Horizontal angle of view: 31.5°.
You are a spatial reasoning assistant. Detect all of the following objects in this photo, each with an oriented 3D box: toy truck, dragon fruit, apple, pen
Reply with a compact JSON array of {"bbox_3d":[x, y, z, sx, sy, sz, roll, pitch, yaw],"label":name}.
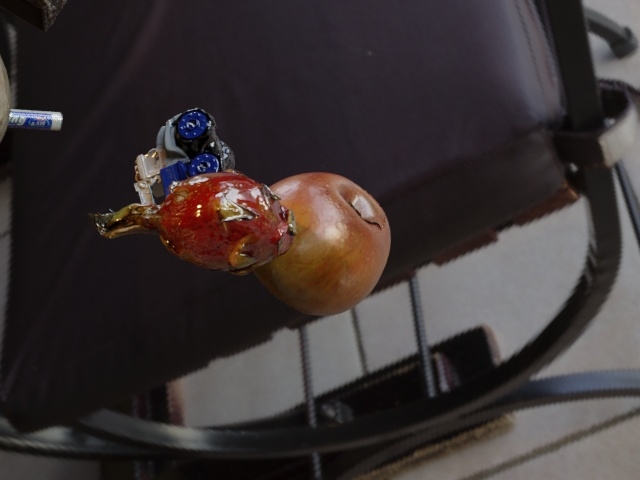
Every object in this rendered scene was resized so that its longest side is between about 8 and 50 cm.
[{"bbox_3d":[-0.240,-0.112,2.009,0.177,0.161,0.213,-20,61,5],"label":"toy truck"},{"bbox_3d":[-0.153,-0.021,1.341,0.246,0.125,0.125,2,47,9],"label":"dragon fruit"},{"bbox_3d":[0.000,0.000,1.580,0.173,0.210,0.235,-42,8,14],"label":"apple"},{"bbox_3d":[-0.422,-0.155,1.413,0.025,0.204,0.025,-2,88,59],"label":"pen"}]

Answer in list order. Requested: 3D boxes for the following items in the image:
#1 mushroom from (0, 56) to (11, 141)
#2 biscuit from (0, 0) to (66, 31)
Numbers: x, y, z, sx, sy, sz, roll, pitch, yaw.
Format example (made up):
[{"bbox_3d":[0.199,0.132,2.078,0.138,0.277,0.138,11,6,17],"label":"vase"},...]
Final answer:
[{"bbox_3d":[-0.508,-0.134,1.166,0.362,0.362,0.294,-13,69,32],"label":"mushroom"},{"bbox_3d":[-0.506,-0.406,1.466,0.073,0.388,0.107,-61,6,-13],"label":"biscuit"}]
